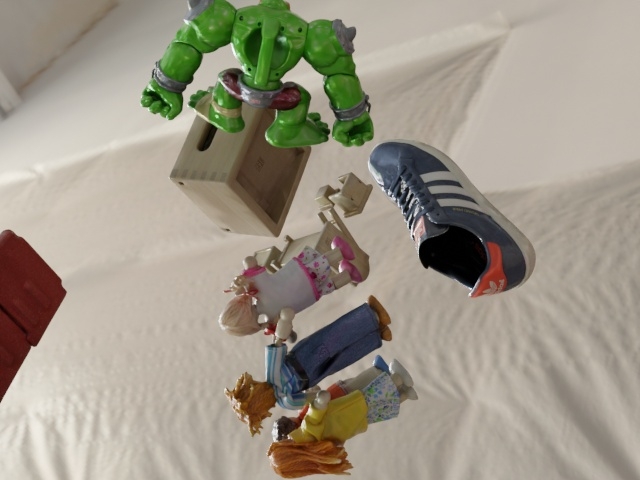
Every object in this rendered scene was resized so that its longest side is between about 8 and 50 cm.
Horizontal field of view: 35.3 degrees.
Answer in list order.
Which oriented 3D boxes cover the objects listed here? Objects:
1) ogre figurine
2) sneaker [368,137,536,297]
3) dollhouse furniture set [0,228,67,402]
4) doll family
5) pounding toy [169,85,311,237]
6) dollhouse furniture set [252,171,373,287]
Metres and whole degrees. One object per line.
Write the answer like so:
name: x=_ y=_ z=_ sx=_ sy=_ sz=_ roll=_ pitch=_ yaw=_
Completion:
ogre figurine: x=-0.045 y=-0.143 z=0.851 sx=0.197 sy=0.118 sz=0.097 roll=23 pitch=-139 yaw=10
sneaker: x=0.179 y=-0.039 z=1.624 sx=0.148 sy=0.131 sz=0.350 roll=-22 pitch=-127 yaw=-39
dollhouse furniture set: x=-0.459 y=-0.009 z=1.013 sx=0.201 sy=0.374 sz=0.152 roll=1 pitch=-130 yaw=35
doll family: x=-0.003 y=0.132 z=0.936 sx=0.163 sy=0.263 sz=0.118 roll=-30 pitch=-142 yaw=-13
pounding toy: x=-0.081 y=-0.088 z=1.031 sx=0.100 sy=0.130 sz=0.141 roll=6 pitch=-115 yaw=30
dollhouse furniture set: x=0.000 y=0.000 z=1.571 sx=0.182 sy=0.101 sz=0.161 roll=-17 pitch=-140 yaw=50
